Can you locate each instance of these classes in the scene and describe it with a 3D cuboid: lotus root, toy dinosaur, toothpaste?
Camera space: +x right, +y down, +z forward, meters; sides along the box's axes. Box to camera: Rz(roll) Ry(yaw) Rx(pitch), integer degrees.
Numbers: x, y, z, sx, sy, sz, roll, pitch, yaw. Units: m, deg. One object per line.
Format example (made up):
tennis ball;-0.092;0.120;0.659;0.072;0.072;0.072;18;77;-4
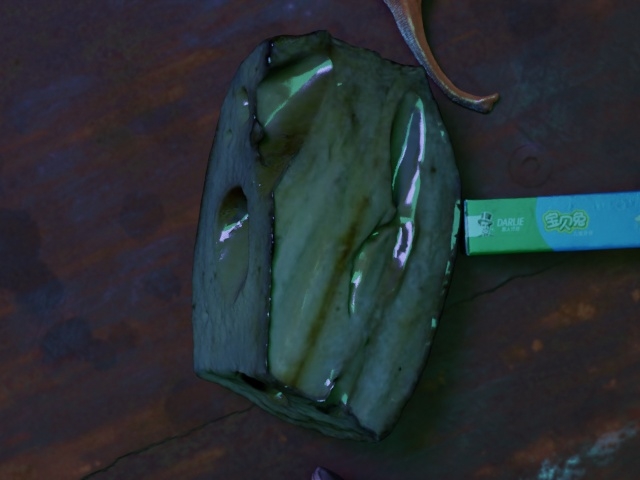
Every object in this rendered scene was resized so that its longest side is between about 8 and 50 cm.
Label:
lotus root;-0.004;-0.001;0.715;0.210;0.142;0.314;17;82;-22
toy dinosaur;0.081;-0.240;0.746;0.101;0.055;0.280;-42;88;12
toothpaste;0.255;-0.018;0.722;0.266;0.065;0.050;-3;92;4

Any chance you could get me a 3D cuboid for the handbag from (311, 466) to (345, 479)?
handbag;0.038;0.294;0.682;0.205;0.179;0.116;42;85;3
